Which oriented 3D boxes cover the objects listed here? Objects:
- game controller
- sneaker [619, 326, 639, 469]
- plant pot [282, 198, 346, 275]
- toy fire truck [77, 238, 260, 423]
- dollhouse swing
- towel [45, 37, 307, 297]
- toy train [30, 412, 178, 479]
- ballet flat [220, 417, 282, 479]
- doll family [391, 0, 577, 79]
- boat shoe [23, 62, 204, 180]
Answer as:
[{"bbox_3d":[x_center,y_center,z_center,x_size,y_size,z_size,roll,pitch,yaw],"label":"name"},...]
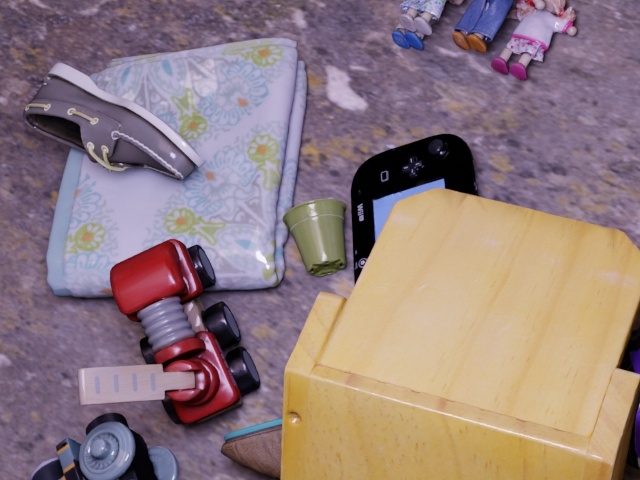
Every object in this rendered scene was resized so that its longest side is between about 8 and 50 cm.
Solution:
[{"bbox_3d":[0.118,0.016,2.039,0.166,0.067,0.319,-12,56,16],"label":"game controller"},{"bbox_3d":[0.386,0.119,1.844,0.146,0.102,0.293,10,65,28],"label":"sneaker"},{"bbox_3d":[0.000,0.000,2.097,0.083,0.083,0.079,-17,67,12],"label":"plant pot"},{"bbox_3d":[-0.199,0.116,1.972,0.158,0.246,0.217,-24,81,6],"label":"toy fire truck"},{"bbox_3d":[0.172,0.167,1.809,0.347,0.315,0.305,13,35,16],"label":"dollhouse swing"},{"bbox_3d":[-0.189,-0.098,2.222,0.321,0.090,0.374,-5,59,21],"label":"towel"},{"bbox_3d":[-0.241,0.363,1.942,0.190,0.142,0.334,-36,53,11],"label":"toy train"},{"bbox_3d":[0.051,0.233,1.920,0.342,0.116,0.124,-21,78,11],"label":"ballet flat"},{"bbox_3d":[0.208,-0.328,2.176,0.263,0.118,0.163,21,70,31],"label":"doll family"},{"bbox_3d":[-0.273,-0.138,2.165,0.305,0.109,0.091,29,74,38],"label":"boat shoe"}]
